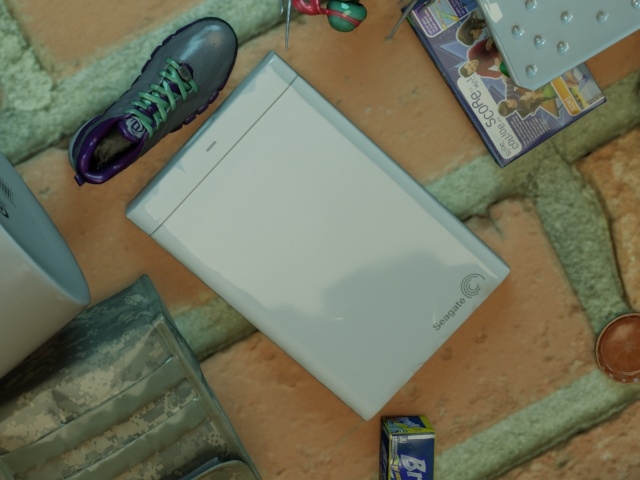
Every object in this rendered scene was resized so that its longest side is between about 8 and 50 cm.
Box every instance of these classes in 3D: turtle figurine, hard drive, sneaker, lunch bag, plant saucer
[{"bbox_3d":[0.046,-0.291,1.729,0.175,0.118,0.234,17,93,2],"label":"turtle figurine"},{"bbox_3d":[0.000,0.000,1.844,0.353,0.047,0.233,41,96,-15],"label":"hard drive"},{"bbox_3d":[-0.166,-0.134,1.761,0.083,0.098,0.223,43,96,-15],"label":"sneaker"},{"bbox_3d":[-0.209,0.226,1.818,0.235,0.169,0.287,-29,114,-2],"label":"lunch bag"},{"bbox_3d":[0.349,0.121,1.935,0.083,0.013,0.083,-2,104,-7],"label":"plant saucer"}]

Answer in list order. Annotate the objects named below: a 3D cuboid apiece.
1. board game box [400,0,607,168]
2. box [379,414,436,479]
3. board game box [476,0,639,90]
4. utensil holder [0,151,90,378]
[{"bbox_3d":[0.195,-0.196,1.823,0.136,0.035,0.201,-32,106,2],"label":"board game box"},{"bbox_3d":[0.096,0.283,1.922,0.054,0.059,0.169,-2,105,-9],"label":"box"},{"bbox_3d":[0.270,-0.408,1.719,0.390,0.050,0.390,-31,107,-15],"label":"board game box"},{"bbox_3d":[-0.464,0.057,1.659,0.385,0.327,0.327,-36,106,2],"label":"utensil holder"}]
